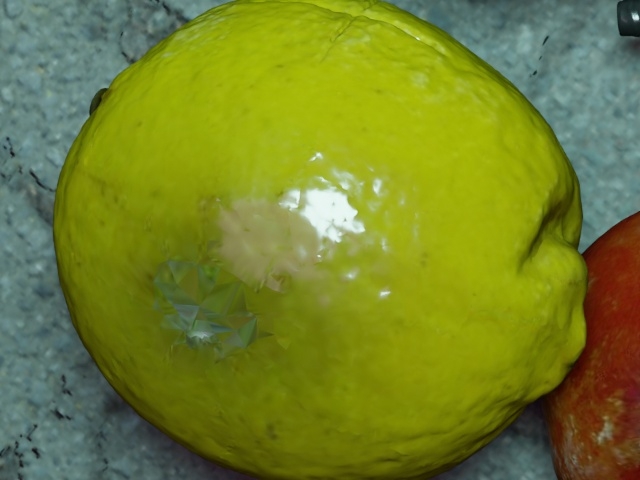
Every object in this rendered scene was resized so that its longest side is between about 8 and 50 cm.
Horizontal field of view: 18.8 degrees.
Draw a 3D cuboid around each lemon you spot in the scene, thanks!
[{"bbox_3d":[0.000,0.000,1.086,0.297,0.297,0.297,1,94,14],"label":"lemon"}]

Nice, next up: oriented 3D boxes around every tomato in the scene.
[{"bbox_3d":[0.218,0.094,1.104,0.200,0.139,0.233,-19,89,21],"label":"tomato"}]

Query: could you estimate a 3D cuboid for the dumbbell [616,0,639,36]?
[{"bbox_3d":[0.326,-0.136,1.059,0.325,0.143,0.143,-4,92,14],"label":"dumbbell"}]
